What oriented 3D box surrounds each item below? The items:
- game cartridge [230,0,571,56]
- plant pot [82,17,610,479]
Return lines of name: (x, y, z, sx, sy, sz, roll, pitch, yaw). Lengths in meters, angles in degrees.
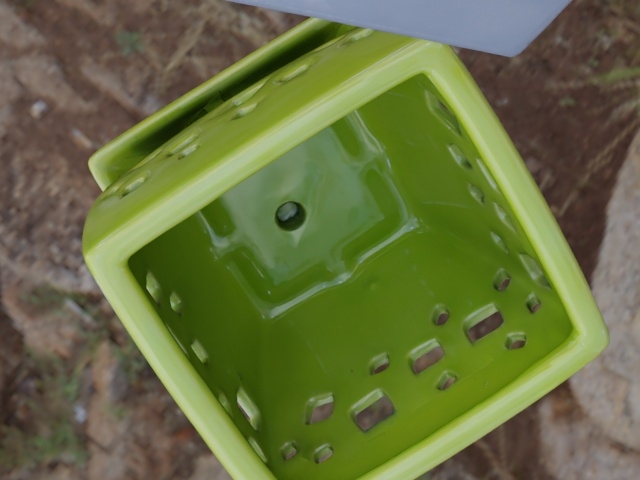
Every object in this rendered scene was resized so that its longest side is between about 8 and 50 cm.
game cartridge: (0.055, -0.197, 0.475, 0.198, 0.062, 0.297, 5, 128, -30)
plant pot: (0.000, 0.000, 0.957, 0.227, 0.228, 0.207, 58, 179, -25)
